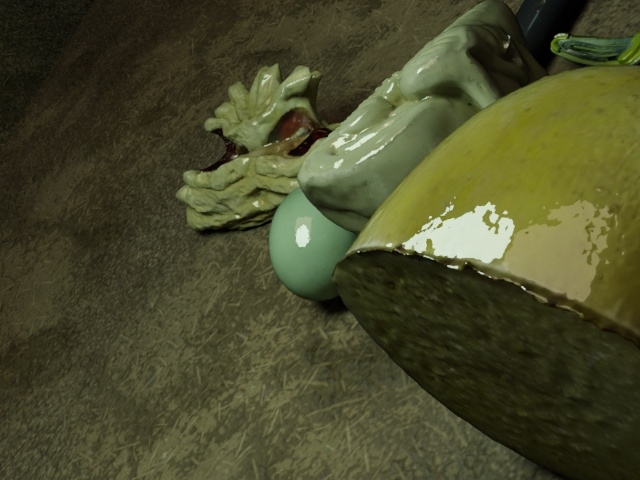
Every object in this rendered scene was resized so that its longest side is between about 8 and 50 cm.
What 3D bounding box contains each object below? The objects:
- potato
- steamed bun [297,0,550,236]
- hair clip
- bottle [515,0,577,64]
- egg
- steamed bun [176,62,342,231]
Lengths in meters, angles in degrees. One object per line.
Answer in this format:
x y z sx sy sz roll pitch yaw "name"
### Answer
0.266 0.017 0.958 0.319 0.385 0.442 -54 23 -15 "potato"
0.163 -0.108 1.388 0.342 0.255 0.368 -42 0 31 "steamed bun"
0.396 -0.267 1.517 0.060 0.033 0.188 -53 33 -11 "hair clip"
0.338 -0.348 1.642 0.072 0.082 0.244 1 52 54 "bottle"
0.000 0.000 1.548 0.149 0.149 0.192 -25 34 30 "egg"
-0.086 -0.172 1.847 0.428 0.189 0.247 -10 36 45 "steamed bun"
